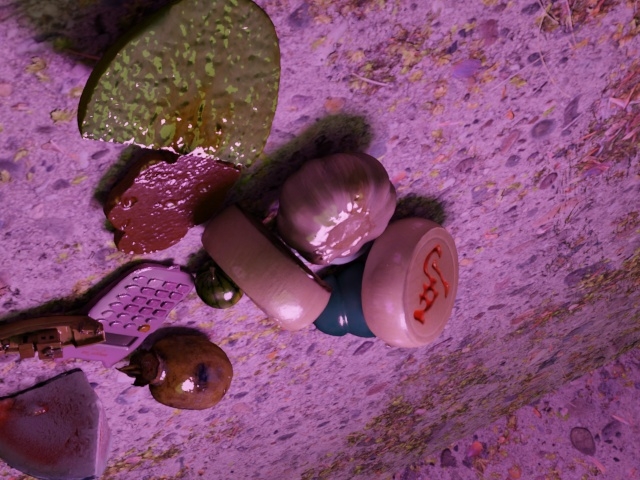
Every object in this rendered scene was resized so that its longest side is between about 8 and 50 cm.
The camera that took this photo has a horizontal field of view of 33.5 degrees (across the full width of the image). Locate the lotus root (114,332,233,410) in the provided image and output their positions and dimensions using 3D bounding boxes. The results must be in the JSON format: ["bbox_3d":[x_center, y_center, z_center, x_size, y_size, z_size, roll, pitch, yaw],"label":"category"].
[{"bbox_3d":[-0.285,0.264,2.157,0.154,0.154,0.278,-39,147,21],"label":"lotus root"}]

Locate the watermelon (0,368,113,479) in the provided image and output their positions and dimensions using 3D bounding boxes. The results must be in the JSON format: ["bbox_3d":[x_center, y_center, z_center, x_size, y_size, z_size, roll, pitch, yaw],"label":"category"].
[{"bbox_3d":[-0.511,0.364,2.089,0.319,0.289,0.214,20,98,-39],"label":"watermelon"}]

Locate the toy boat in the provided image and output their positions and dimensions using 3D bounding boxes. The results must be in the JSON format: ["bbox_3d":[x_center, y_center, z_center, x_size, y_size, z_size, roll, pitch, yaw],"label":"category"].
[{"bbox_3d":[-0.484,0.176,1.870,0.206,0.072,0.064,-9,132,-13],"label":"toy boat"}]

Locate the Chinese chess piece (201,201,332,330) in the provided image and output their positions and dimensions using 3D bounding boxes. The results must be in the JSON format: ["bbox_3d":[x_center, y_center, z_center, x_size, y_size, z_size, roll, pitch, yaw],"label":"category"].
[{"bbox_3d":[-0.093,0.044,1.844,0.103,0.250,0.250,-46,151,3],"label":"Chinese chess piece"}]

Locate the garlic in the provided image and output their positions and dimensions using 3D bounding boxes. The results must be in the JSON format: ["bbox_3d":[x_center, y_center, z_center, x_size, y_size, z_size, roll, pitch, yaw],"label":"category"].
[{"bbox_3d":[0.026,-0.065,1.864,0.227,0.152,0.228,-23,149,-15],"label":"garlic"}]

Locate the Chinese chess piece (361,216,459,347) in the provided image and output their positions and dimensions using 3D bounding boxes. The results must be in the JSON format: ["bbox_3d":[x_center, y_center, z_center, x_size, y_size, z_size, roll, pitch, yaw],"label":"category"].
[{"bbox_3d":[0.187,0.087,2.172,0.273,0.102,0.273,-22,116,-54],"label":"Chinese chess piece"}]

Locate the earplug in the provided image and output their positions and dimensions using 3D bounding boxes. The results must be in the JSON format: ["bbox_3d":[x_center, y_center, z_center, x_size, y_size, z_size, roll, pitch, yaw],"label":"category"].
[{"bbox_3d":[0.091,0.122,2.289,0.280,0.164,0.257,-9,-176,-10],"label":"earplug"}]

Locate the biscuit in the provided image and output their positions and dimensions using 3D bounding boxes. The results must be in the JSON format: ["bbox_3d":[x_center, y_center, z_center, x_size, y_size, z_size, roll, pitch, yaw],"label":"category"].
[{"bbox_3d":[-0.246,-0.078,1.720,0.208,0.041,0.290,-3,143,-40],"label":"biscuit"}]

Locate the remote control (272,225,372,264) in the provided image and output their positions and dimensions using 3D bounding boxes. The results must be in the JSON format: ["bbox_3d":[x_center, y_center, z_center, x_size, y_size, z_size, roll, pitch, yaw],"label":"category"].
[{"bbox_3d":[0.000,0.000,2.062,0.247,0.052,0.104,5,137,-45],"label":"remote control"}]

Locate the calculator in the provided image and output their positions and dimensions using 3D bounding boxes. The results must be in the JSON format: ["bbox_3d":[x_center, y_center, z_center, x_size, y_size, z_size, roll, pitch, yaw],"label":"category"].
[{"bbox_3d":[-0.363,0.133,1.985,0.294,0.043,0.194,-43,148,20],"label":"calculator"}]

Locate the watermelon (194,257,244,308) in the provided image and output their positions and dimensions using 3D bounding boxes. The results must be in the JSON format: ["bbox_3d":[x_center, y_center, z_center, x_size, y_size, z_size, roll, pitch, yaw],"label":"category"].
[{"bbox_3d":[-0.188,0.075,1.979,0.109,0.109,0.109,-21,152,-12],"label":"watermelon"}]

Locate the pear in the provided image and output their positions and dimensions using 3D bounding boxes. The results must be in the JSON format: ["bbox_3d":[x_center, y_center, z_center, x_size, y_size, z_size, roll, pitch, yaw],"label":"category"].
[{"bbox_3d":[-0.183,-0.240,1.416,0.288,0.139,0.239,7,122,-41],"label":"pear"}]
